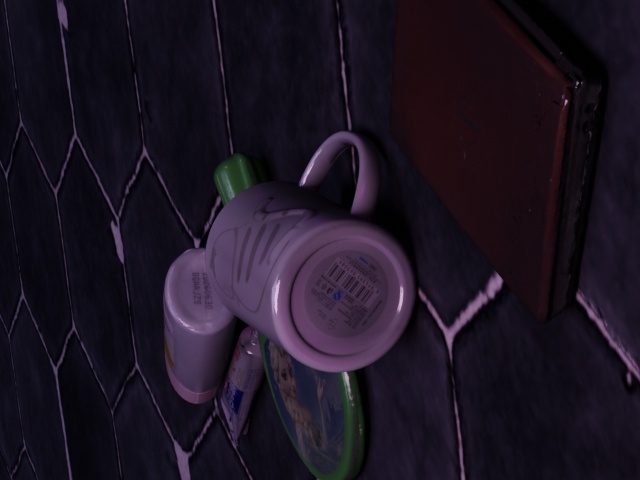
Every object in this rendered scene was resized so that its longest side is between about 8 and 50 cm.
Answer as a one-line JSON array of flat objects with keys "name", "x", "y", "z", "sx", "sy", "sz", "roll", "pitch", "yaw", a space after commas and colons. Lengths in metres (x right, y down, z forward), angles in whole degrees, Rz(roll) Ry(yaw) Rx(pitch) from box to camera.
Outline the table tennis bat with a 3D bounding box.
[{"name": "table tennis bat", "x": -0.023, "y": 0.053, "z": 1.415, "sx": 0.160, "sy": 0.039, "sz": 0.257, "roll": 120, "pitch": 135, "yaw": -62}]

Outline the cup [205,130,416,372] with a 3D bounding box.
[{"name": "cup", "x": -0.010, "y": 0.004, "z": 1.257, "sx": 0.133, "sy": 0.099, "sz": 0.136, "roll": -149, "pitch": 51, "yaw": -66}]

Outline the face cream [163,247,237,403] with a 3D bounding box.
[{"name": "face cream", "x": -0.095, "y": 0.066, "z": 1.535, "sx": 0.198, "sy": 0.057, "sz": 0.084, "roll": 107, "pitch": 160, "yaw": -70}]

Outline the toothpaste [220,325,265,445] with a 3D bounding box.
[{"name": "toothpaste", "x": -0.060, "y": 0.108, "z": 1.551, "sx": 0.170, "sy": 0.028, "sz": 0.045, "roll": 111, "pitch": 141, "yaw": -58}]

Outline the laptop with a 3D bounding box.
[{"name": "laptop", "x": 0.089, "y": -0.070, "z": 1.064, "sx": 0.207, "sy": 0.026, "sz": 0.153, "roll": -123, "pitch": 28, "yaw": -50}]
